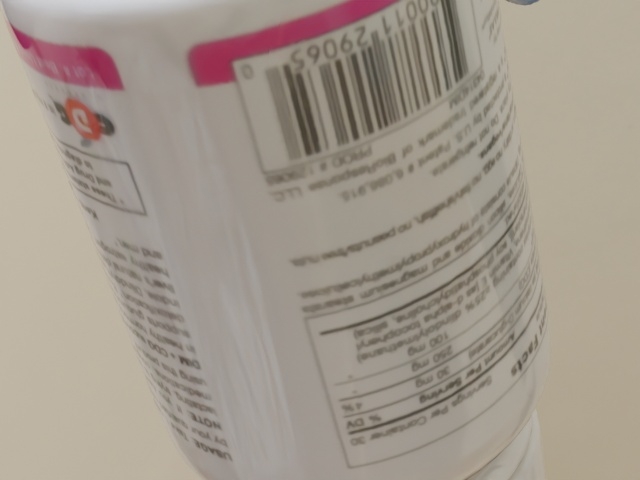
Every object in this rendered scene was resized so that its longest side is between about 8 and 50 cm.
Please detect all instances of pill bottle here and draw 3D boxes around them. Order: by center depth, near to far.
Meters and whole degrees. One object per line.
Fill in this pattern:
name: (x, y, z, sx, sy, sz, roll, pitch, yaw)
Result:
pill bottle: (0.000, 0.000, 0.493, 0.160, 0.160, 0.283, 4, -53, 26)

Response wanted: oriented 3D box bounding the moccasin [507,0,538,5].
moccasin: (0.077, -0.318, 0.983, 0.117, 0.138, 0.342, -44, -104, 6)
